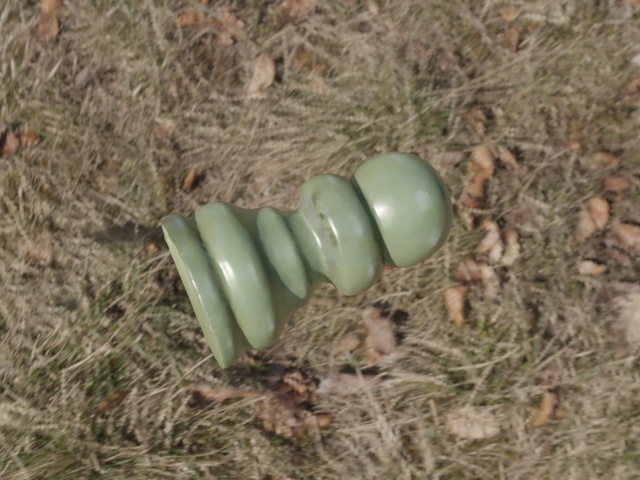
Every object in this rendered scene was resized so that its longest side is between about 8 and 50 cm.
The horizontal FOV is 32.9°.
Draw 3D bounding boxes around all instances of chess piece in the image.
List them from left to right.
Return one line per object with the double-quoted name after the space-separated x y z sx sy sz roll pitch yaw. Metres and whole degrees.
0.000 0.000 0.971 0.251 0.144 0.144 -23 84 -10 "chess piece"
